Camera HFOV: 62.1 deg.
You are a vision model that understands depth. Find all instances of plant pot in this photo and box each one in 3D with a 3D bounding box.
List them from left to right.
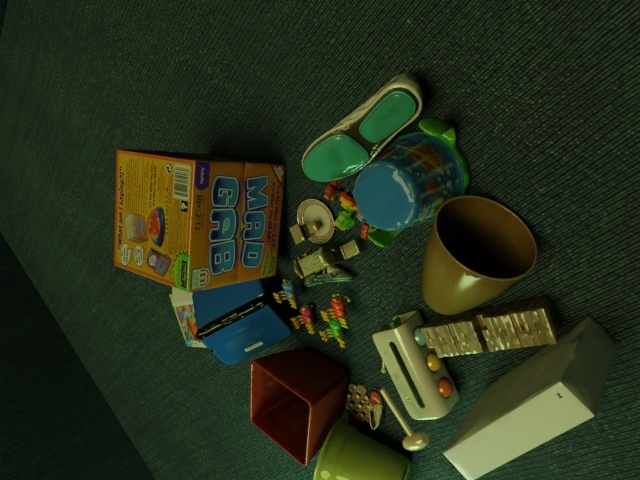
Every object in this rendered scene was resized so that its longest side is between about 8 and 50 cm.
[{"bbox_3d":[-0.055,0.505,1.740,0.267,0.236,0.267,26,124,36],"label":"plant pot"},{"bbox_3d":[0.144,0.741,1.696,0.254,0.276,0.276,13,117,22],"label":"plant pot"},{"bbox_3d":[0.339,0.066,1.260,0.237,0.237,0.254,41,143,19],"label":"plant pot"}]

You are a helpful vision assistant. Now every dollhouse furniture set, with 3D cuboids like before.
[{"bbox_3d":[0.000,0.000,1.543,0.182,0.101,0.160,-28,82,33],"label":"dollhouse furniture set"}]

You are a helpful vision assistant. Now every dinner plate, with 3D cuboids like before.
[{"bbox_3d":[-0.012,-0.060,1.615,0.141,0.017,0.141,18,120,33],"label":"dinner plate"}]

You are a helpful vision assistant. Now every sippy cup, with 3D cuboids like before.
[{"bbox_3d":[0.203,-0.129,1.267,0.240,0.224,0.305,2,111,39],"label":"sippy cup"}]

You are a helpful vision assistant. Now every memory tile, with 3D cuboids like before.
[{"bbox_3d":[0.122,0.540,1.770,0.113,0.012,0.148,-5,105,40],"label":"memory tile"}]

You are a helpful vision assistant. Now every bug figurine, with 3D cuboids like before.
[{"bbox_3d":[-0.010,0.224,1.679,0.279,0.072,0.216,16,138,32],"label":"bug figurine"}]

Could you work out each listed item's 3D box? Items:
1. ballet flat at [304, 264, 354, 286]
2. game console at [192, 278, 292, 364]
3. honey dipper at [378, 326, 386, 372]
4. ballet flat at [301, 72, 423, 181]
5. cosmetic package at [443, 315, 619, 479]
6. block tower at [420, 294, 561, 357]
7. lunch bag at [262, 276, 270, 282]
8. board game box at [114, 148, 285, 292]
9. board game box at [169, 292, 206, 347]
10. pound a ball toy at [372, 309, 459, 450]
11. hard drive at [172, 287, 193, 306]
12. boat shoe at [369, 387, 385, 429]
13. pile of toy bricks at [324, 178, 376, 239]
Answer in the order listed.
[{"bbox_3d":[0.020,0.103,1.632,0.188,0.070,0.070,-12,101,38],"label":"ballet flat"},{"bbox_3d":[-0.269,0.243,1.805,0.293,0.173,0.250,-28,117,20],"label":"game console"},{"bbox_3d":[0.192,0.337,1.612,0.030,0.030,0.160,14,119,35],"label":"honey dipper"},{"bbox_3d":[0.109,-0.281,1.349,0.400,0.139,0.139,-33,86,43],"label":"ballet flat"},{"bbox_3d":[0.478,0.364,1.216,0.097,0.284,0.377,47,132,14],"label":"cosmetic package"},{"bbox_3d":[0.424,0.219,1.328,0.335,0.097,0.091,-19,96,44],"label":"block tower"},{"bbox_3d":[-0.227,0.118,1.832,0.083,0.071,0.053,52,132,10],"label":"lunch bag"},{"bbox_3d":[-0.368,-0.079,1.619,0.356,0.356,0.356,13,103,35],"label":"board game box"},{"bbox_3d":[-0.426,0.297,2.070,0.347,0.078,0.233,-8,103,41],"label":"board game box"},{"bbox_3d":[0.263,0.377,1.450,0.136,0.208,0.319,-25,92,43],"label":"pound a ball toy"},{"bbox_3d":[-0.441,0.127,1.971,0.319,0.040,0.210,-13,74,40],"label":"hard drive"},{"bbox_3d":[0.176,0.540,1.705,0.049,0.043,0.137,12,115,38],"label":"boat shoe"},{"bbox_3d":[0.073,-0.069,1.408,0.118,0.212,0.105,36,94,32],"label":"pile of toy bricks"}]
